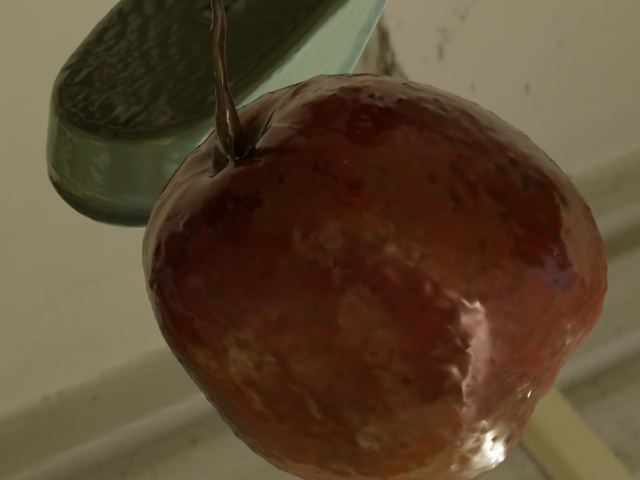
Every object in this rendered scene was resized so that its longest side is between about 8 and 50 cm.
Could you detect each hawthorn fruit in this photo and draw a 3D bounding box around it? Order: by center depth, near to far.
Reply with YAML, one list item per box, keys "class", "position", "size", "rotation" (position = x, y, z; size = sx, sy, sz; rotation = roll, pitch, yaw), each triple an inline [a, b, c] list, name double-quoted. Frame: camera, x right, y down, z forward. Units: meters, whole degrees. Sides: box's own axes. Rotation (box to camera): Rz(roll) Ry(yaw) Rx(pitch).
- class: "hawthorn fruit"
  position: [0.000, 0.000, 0.636]
  size: [0.162, 0.203, 0.163]
  rotation: [-40, -151, 28]

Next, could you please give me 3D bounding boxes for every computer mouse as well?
- class: "computer mouse"
  position: [-0.049, -0.092, 0.886]
  size: [0.128, 0.079, 0.231]
  rotation: [23, -122, 31]
